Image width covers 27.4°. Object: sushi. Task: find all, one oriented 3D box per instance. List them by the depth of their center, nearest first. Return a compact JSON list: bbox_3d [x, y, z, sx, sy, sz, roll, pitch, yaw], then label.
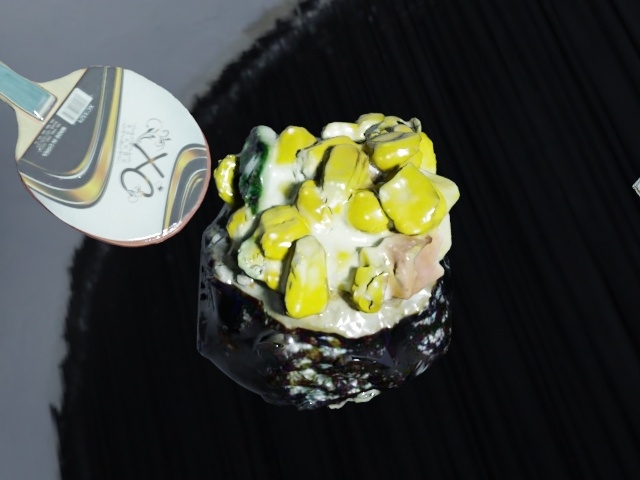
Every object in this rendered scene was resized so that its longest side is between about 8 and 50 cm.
[{"bbox_3d":[0.000,0.000,1.559,0.328,0.328,0.285,-4,138,3],"label":"sushi"}]

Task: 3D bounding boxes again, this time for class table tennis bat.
[{"bbox_3d":[-0.250,-0.115,1.325,0.301,0.173,0.022,34,165,-2],"label":"table tennis bat"}]

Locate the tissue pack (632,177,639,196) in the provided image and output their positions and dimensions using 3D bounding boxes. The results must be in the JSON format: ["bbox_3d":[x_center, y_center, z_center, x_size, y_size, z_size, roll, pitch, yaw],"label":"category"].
[{"bbox_3d":[0.377,-0.074,1.373,0.056,0.108,0.023,48,161,-18],"label":"tissue pack"}]
